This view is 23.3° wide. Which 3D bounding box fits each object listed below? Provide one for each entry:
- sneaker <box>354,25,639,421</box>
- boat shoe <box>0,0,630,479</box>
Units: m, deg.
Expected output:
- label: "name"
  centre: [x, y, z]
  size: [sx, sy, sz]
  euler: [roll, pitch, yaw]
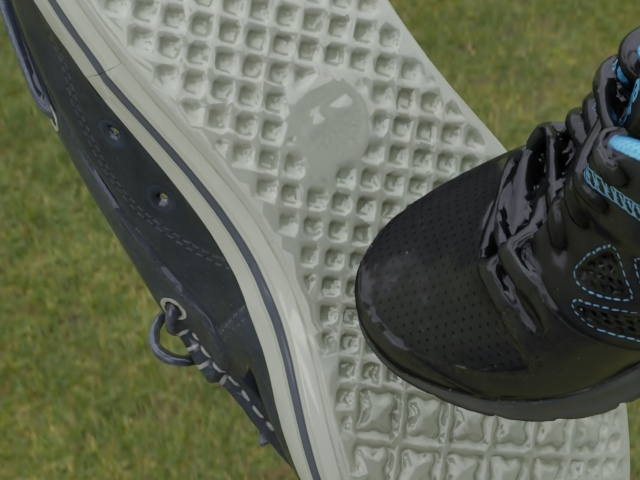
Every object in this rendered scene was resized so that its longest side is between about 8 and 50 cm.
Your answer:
- label: "sneaker"
  centre: [0.123, -0.025, 0.543]
  size: [0.341, 0.140, 0.125]
  euler: [-18, 52, 44]
- label: "boat shoe"
  centre: [0.000, 0.000, 0.779]
  size: [0.187, 0.500, 0.156]
  euler: [-39, 18, -20]
